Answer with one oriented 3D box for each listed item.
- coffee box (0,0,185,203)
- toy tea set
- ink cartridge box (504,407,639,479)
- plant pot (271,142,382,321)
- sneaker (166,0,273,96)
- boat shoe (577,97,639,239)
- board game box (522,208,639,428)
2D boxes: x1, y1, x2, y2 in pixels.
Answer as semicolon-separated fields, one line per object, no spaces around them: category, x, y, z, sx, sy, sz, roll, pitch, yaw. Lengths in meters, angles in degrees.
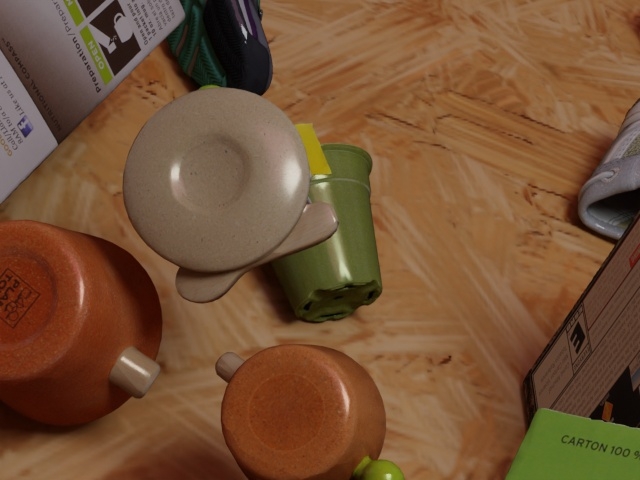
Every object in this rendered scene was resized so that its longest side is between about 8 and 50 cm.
coffee box;-0.221;-0.074;0.702;0.168;0.119;0.297;-6;33;33
toy tea set;-0.050;0.105;0.670;0.200;0.124;0.336;-21;74;5
ink cartridge box;0.082;0.149;0.464;0.188;0.097;0.255;7;55;39
plant pot;0.000;0.000;0.810;0.083;0.083;0.079;-5;63;-25
sneaker;-0.059;-0.178;0.940;0.098;0.083;0.224;-6;52;-32
boat shoe;0.314;-0.015;0.863;0.320;0.118;0.103;17;50;33
board game box;0.214;0.127;0.666;0.141;0.232;0.291;11;48;-13
